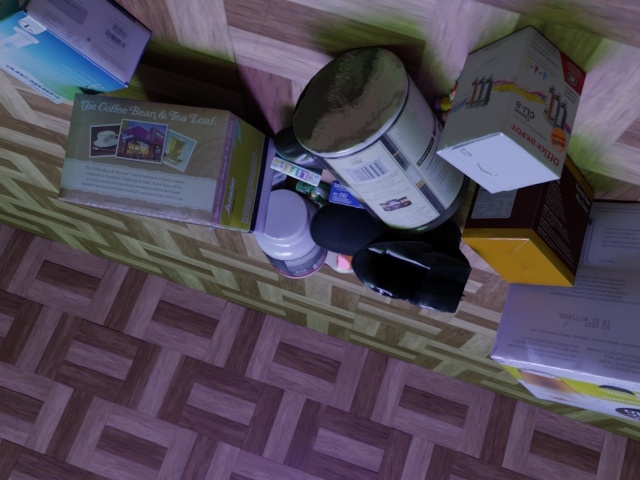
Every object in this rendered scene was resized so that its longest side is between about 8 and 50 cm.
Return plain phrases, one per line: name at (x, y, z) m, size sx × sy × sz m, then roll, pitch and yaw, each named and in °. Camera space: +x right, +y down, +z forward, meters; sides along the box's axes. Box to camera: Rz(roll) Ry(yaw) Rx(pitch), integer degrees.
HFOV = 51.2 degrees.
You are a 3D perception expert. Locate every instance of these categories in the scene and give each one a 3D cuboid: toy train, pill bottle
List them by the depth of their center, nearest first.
toy train at (0.256, -0.203, 1.095) m, size 0.166 × 0.046 × 0.125 m, roll 32°, pitch 159°, yaw -32°
pill bottle at (-0.079, -0.018, 1.759) m, size 0.176 × 0.176 × 0.318 m, roll 17°, pitch 165°, yaw 11°

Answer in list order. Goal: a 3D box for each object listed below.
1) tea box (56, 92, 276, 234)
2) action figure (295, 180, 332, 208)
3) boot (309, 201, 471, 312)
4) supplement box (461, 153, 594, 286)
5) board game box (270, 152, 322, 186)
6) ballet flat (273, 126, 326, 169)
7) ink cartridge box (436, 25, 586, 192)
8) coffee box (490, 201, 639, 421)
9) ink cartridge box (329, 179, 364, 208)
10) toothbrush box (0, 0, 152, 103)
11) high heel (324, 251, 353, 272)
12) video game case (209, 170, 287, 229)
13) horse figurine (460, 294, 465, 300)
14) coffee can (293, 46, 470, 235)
tea box at (-0.297, -0.149, 1.385) m, size 0.329 × 0.220 × 0.323 m, roll 9°, pitch 179°, yaw 14°
action figure at (0.041, -0.086, 1.657) m, size 0.232 × 0.063 × 0.137 m, roll 29°, pitch 164°, yaw -15°
boot at (0.119, 0.020, 1.389) m, size 0.367 × 0.146 × 0.445 m, roll 4°, pitch -166°, yaw 10°
supplement box at (0.373, -0.046, 1.188) m, size 0.129 × 0.194 × 0.191 m, roll 2°, pitch 155°, yaw 44°
board game box at (-0.044, -0.168, 1.400) m, size 0.103 × 0.026 × 0.154 m, roll 22°, pitch -157°, yaw -5°
ballet flat at (0.050, -0.183, 1.324) m, size 0.280 × 0.095 × 0.096 m, roll 13°, pitch 154°, yaw -13°
ink cartridge box at (0.269, -0.177, 0.943) m, size 0.128 × 0.176 × 0.127 m, roll 29°, pitch 160°, yaw -27°
coffee box at (0.582, 0.149, 1.303) m, size 0.337 × 0.338 × 0.334 m, roll 7°, pitch 158°, yaw 37°
ink cartridge box at (0.099, -0.099, 1.423) m, size 0.097 × 0.046 × 0.207 m, roll 14°, pitch -170°, yaw 18°
toothbrush box at (-0.498, -0.379, 1.254) m, size 0.295 × 0.126 × 0.216 m, roll 1°, pitch 156°, yaw 45°
high heel at (0.031, 0.045, 2.073) m, size 0.244 × 0.082 × 0.117 m, roll -1°, pitch -162°, yaw 11°
video game case at (-0.185, -0.106, 1.656) m, size 0.023 × 0.212 × 0.193 m, roll 61°, pitch 165°, yaw 10°
horse figurine at (0.278, 0.107, 1.958) m, size 0.263 × 0.066 × 0.174 m, roll -4°, pitch 145°, yaw 47°
coffee can at (0.110, -0.159, 1.130) m, size 0.201 × 0.201 × 0.275 m, roll 6°, pitch 157°, yaw 37°
